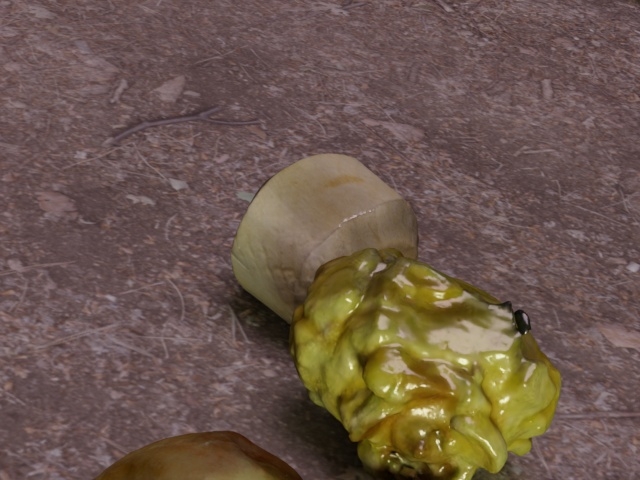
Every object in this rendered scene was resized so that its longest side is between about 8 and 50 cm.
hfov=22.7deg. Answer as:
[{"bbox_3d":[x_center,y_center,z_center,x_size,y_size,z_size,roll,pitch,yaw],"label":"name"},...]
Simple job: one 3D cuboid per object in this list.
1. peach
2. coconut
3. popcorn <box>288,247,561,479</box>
[{"bbox_3d":[-0.112,0.253,1.286,0.235,0.214,0.214,7,17,41],"label":"peach"},{"bbox_3d":[0.000,0.000,1.841,0.202,0.202,0.222,-12,38,-40],"label":"coconut"},{"bbox_3d":[0.103,0.130,1.624,0.286,0.215,0.252,21,21,6],"label":"popcorn"}]
